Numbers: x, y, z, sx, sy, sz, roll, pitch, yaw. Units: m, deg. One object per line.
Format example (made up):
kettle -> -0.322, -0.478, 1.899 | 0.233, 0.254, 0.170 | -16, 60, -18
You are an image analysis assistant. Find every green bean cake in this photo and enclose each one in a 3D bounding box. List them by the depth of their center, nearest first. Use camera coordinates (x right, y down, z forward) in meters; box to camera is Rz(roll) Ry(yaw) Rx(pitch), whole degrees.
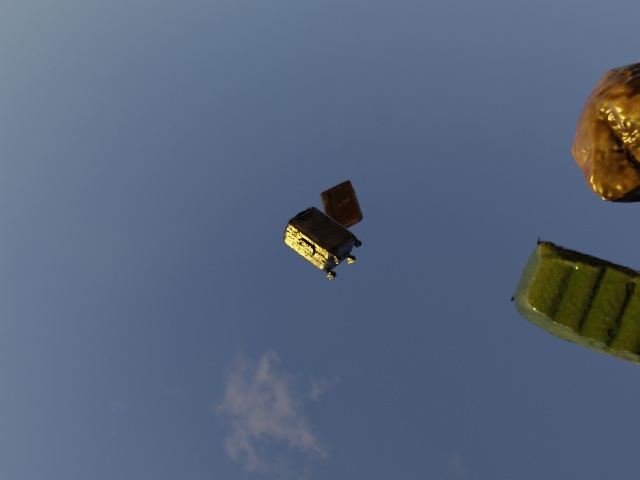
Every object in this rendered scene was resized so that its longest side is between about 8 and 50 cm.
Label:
green bean cake -> 0.480, 0.106, 0.824 | 0.247, 0.250, 0.156 | 21, -81, 21

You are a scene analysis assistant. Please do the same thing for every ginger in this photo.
ginger -> 0.641, -0.226, 0.969 | 0.200, 0.269, 0.223 | 16, -156, 24

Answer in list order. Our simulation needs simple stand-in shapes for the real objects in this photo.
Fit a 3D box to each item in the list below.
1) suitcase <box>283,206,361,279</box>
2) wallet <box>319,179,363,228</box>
suitcase -> 0.000, 0.000, 0.833 | 0.126, 0.059, 0.086 | 36, -137, 19
wallet -> 0.050, -0.082, 1.151 | 0.095, 0.026, 0.176 | -27, -145, 11
